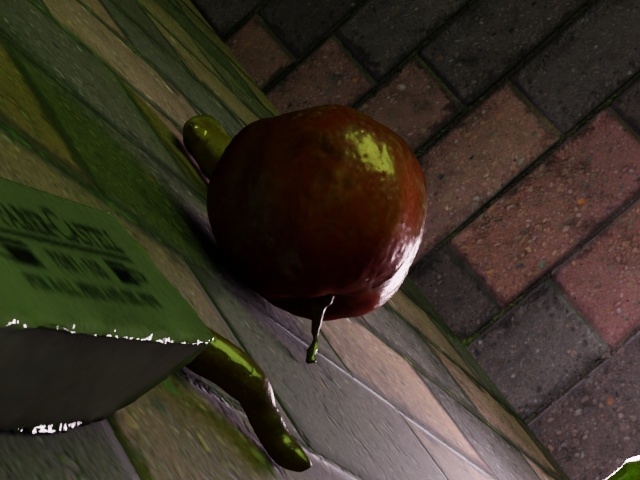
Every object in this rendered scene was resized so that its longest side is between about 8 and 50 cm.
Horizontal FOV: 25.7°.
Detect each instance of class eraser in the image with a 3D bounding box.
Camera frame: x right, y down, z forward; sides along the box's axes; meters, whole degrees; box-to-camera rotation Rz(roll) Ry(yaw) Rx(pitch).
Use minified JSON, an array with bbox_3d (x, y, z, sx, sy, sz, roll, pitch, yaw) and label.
[{"bbox_3d":[-0.154,0.027,0.660,0.111,0.077,0.352,51,6,13],"label":"eraser"}]

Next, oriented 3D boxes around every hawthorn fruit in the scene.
[{"bbox_3d":[0.000,0.000,1.471,0.242,0.242,0.271,42,40,-51],"label":"hawthorn fruit"}]

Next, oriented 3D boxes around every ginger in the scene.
[{"bbox_3d":[-0.092,-0.060,1.770,0.299,0.065,0.118,49,1,31],"label":"ginger"}]

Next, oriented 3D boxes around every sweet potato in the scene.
[{"bbox_3d":[-0.066,0.099,1.026,0.179,0.044,0.044,47,6,-16],"label":"sweet potato"}]

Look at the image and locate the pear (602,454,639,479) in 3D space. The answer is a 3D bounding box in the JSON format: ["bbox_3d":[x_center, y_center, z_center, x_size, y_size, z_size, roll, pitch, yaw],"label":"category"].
[{"bbox_3d":[0.373,0.349,1.688,0.159,0.292,0.292,60,9,15],"label":"pear"}]
